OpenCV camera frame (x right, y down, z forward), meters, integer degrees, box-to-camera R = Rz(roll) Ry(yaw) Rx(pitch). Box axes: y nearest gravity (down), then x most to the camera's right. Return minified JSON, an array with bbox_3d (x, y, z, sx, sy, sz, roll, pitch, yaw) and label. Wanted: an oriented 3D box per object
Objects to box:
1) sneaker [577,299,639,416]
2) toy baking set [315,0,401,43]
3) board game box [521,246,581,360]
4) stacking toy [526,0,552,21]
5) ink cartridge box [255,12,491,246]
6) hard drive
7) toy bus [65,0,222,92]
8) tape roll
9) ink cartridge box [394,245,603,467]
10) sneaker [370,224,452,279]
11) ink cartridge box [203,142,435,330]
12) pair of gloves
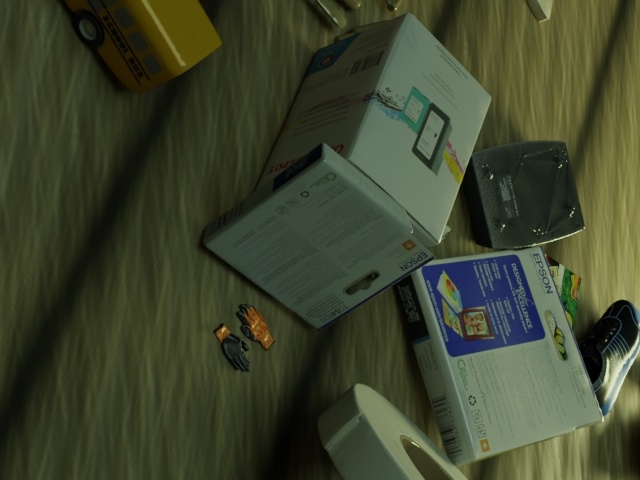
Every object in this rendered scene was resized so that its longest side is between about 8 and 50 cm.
[{"bbox_3d":[0.476,0.183,2.242,0.090,0.081,0.232,50,51,-36],"label":"sneaker"},{"bbox_3d":[0.037,-0.386,2.030,0.256,0.030,0.197,-28,95,-43],"label":"toy baking set"},{"bbox_3d":[0.361,0.151,2.187,0.136,0.030,0.260,32,59,-35],"label":"board game box"},{"bbox_3d":[0.417,-0.568,2.352,0.309,0.130,0.279,49,51,-22],"label":"stacking toy"},{"bbox_3d":[0.077,-0.138,1.884,0.197,0.198,0.270,41,56,-29],"label":"ink cartridge box"},{"bbox_3d":[0.330,-0.074,2.197,0.254,0.054,0.172,-11,87,-43],"label":"hard drive"},{"bbox_3d":[-0.269,-0.353,1.668,0.108,0.130,0.333,-43,109,-40],"label":"toy bus"},{"bbox_3d":[0.148,0.351,1.737,0.072,0.392,0.392,-43,116,6],"label":"tape roll"},{"bbox_3d":[0.273,0.170,2.049,0.307,0.072,0.304,-5,72,-44],"label":"ink cartridge box"},{"bbox_3d":[0.118,-0.004,1.988,0.077,0.072,0.178,56,40,-1],"label":"sneaker"},{"bbox_3d":[0.000,0.000,1.765,0.224,0.223,0.045,40,32,-29],"label":"ink cartridge box"},{"bbox_3d":[-0.100,0.130,1.781,0.083,0.010,0.074,-45,110,-39],"label":"pair of gloves"}]
